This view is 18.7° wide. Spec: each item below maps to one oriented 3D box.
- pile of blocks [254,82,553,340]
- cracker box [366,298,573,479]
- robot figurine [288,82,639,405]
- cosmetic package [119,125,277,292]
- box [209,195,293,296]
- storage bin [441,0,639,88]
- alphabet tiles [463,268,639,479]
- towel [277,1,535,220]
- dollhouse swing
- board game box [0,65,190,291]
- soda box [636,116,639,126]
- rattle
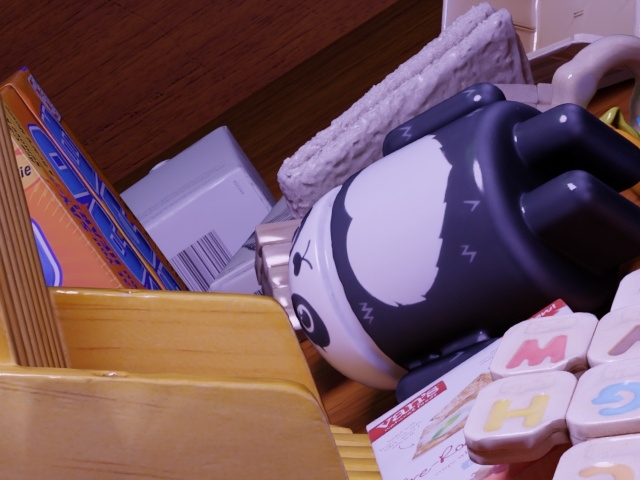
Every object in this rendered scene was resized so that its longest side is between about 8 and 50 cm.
[{"bbox_3d":[0.099,-0.002,1.688,0.362,0.149,0.113,-32,-24,-21],"label":"pile of blocks"},{"bbox_3d":[0.117,0.125,1.160,0.155,0.067,0.232,-34,11,2],"label":"cracker box"},{"bbox_3d":[0.103,0.003,1.422,0.278,0.173,0.209,-27,11,34],"label":"robot figurine"},{"bbox_3d":[-0.137,0.000,2.184,0.197,0.155,0.365,-34,11,2],"label":"cosmetic package"},{"bbox_3d":[0.000,0.000,1.938,0.113,0.094,0.275,-29,14,29],"label":"box"},{"bbox_3d":[0.245,-0.288,1.970,0.260,0.123,0.262,-16,67,60],"label":"storage bin"},{"bbox_3d":[0.220,0.061,1.017,0.284,0.021,0.278,-9,22,22],"label":"alphabet tiles"},{"bbox_3d":[0.089,-0.075,1.777,0.282,0.187,0.049,-39,42,-19],"label":"towel"},{"bbox_3d":[-0.106,0.022,1.272,0.315,0.305,0.347,2,6,-4],"label":"dollhouse swing"},{"bbox_3d":[-0.327,0.097,1.818,0.356,0.356,0.356,-35,11,3],"label":"board game box"},{"bbox_3d":[0.283,-0.055,1.402,0.067,0.071,0.210,-33,12,11],"label":"soda box"},{"bbox_3d":[0.295,-0.111,1.614,0.199,0.130,0.143,-11,9,-33],"label":"rattle"}]
